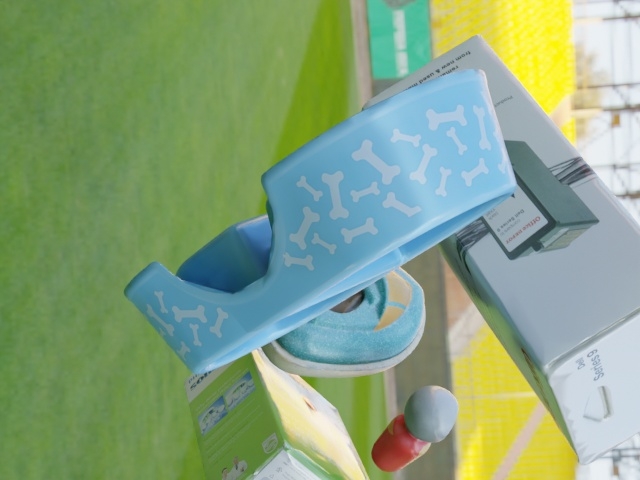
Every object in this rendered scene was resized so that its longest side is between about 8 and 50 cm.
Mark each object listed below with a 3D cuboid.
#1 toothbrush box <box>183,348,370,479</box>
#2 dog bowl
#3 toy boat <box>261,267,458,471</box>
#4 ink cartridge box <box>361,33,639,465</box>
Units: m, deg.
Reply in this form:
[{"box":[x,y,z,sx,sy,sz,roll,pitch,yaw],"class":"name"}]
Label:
[{"box":[-0.049,0.272,1.395,0.206,0.122,0.283,44,6,-26],"class":"toothbrush box"},{"box":[0.000,0.000,0.694,0.166,0.297,0.074,-21,79,-48],"class":"dog bowl"},{"box":[0.063,0.130,1.388,0.148,0.267,0.318,-54,-125,43],"class":"toy boat"},{"box":[0.173,0.009,0.891,0.289,0.121,0.211,60,2,35],"class":"ink cartridge box"}]
